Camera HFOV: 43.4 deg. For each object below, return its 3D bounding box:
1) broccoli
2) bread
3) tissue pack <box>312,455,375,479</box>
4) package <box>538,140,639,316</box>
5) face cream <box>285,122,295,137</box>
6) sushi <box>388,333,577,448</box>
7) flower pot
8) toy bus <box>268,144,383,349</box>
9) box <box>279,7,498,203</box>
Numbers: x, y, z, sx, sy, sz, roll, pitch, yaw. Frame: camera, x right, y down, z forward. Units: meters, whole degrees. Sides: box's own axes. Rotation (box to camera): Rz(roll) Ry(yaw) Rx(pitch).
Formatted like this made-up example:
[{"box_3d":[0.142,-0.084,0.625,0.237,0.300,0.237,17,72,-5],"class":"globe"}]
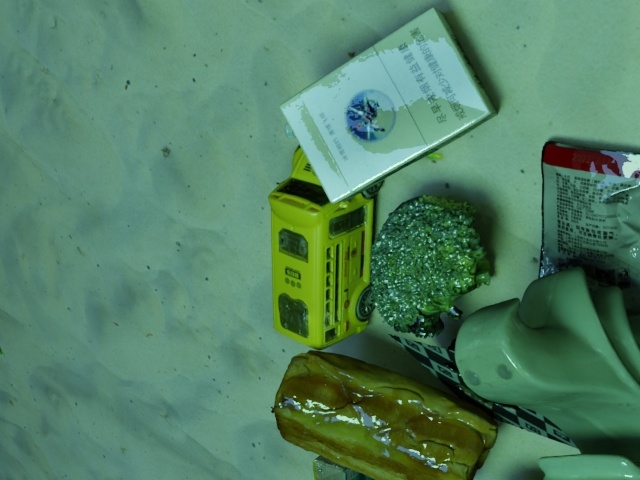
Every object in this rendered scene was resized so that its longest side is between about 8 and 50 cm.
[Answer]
[{"box_3d":[0.154,0.042,1.159,0.176,0.198,0.226,-11,135,12],"class":"broccoli"},{"box_3d":[0.098,0.282,1.266,0.344,0.149,0.195,19,147,15],"class":"bread"},{"box_3d":[0.065,0.398,1.398,0.082,0.169,0.120,4,111,36],"class":"tissue pack"},{"box_3d":[0.354,-0.006,1.045,0.154,0.030,0.239,13,121,37],"class":"package"},{"box_3d":[-0.010,-0.182,1.314,0.115,0.020,0.038,4,110,39],"class":"face cream"},{"box_3d":[0.241,0.195,1.155,0.219,0.047,0.231,43,163,-23],"class":"sushi"},{"box_3d":[0.338,0.210,0.984,0.164,0.254,0.367,-28,91,55],"class":"flower pot"},{"box_3d":[0.000,0.000,1.292,0.144,0.152,0.330,20,121,37],"class":"toy bus"},{"box_3d":[0.092,-0.181,1.118,0.256,0.069,0.164,-29,87,22],"class":"box"}]
